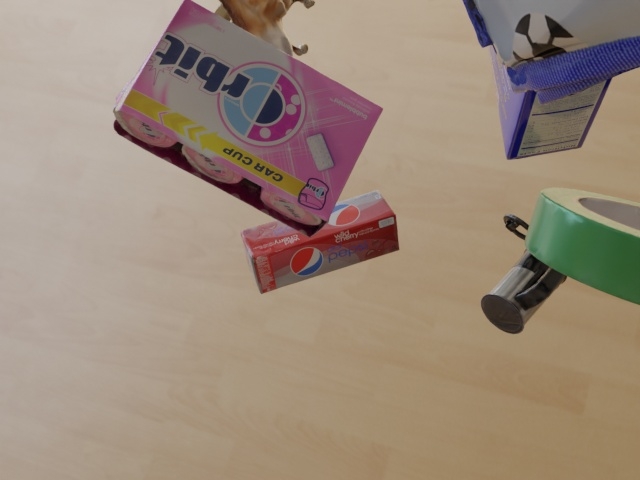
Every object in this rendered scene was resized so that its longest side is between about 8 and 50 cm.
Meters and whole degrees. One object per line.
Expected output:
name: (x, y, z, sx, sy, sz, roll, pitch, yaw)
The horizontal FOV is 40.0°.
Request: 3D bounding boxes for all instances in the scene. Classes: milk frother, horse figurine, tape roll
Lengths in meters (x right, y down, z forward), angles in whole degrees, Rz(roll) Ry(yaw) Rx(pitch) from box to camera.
milk frother: (0.317, 0.050, 1.434, 0.143, 0.129, 0.134, 41, 61, 13)
horse figurine: (-0.049, -0.201, 1.008, 0.066, 0.174, 0.263, -17, 79, 32)
tape roll: (0.425, 0.015, 1.117, 0.321, 0.321, 0.077, 21, 106, 23)

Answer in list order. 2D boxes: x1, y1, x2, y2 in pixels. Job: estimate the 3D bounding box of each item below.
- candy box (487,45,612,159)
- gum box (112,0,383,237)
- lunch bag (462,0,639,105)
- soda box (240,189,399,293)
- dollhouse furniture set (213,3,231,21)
candy box: (0.297, -0.296, 1.160, 0.122, 0.317, 0.268, -6, 70, 2)
gum box: (-0.060, -0.097, 0.696, 0.188, 0.062, 0.107, 28, 73, -6)
lunch bag: (0.190, -0.269, 0.359, 0.385, 0.239, 0.328, -18, 102, 33)
soda box: (0.000, 0.000, 1.542, 0.263, 0.083, 0.092, -17, 38, -10)
dollhouse furniture set: (-0.188, -0.430, 1.538, 0.114, 0.091, 0.081, -48, 66, 22)
